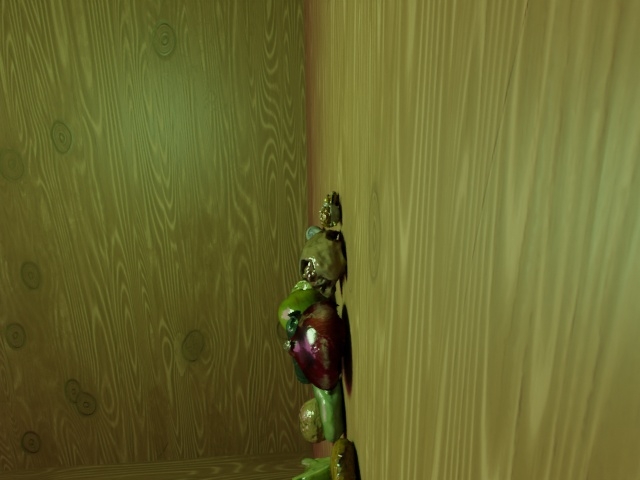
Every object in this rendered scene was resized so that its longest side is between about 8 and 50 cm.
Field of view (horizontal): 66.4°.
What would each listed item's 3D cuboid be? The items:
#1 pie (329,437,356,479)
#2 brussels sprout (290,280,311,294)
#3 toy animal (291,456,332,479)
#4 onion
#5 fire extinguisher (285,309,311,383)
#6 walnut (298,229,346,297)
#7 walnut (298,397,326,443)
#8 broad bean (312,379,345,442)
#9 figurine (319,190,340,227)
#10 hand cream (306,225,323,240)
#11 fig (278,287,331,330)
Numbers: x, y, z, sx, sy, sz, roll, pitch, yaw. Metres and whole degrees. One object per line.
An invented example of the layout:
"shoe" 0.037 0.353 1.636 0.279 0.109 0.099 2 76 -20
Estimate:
"pie" 0.068 0.696 1.392 0.273 0.069 0.273 178 90 -87
"brussels sprout" -0.027 0.216 1.975 0.145 0.183 0.131 52 -162 13
"toy animal" 0.004 0.889 1.565 0.181 0.181 0.362 72 -163 -82
"onion" -0.018 0.324 1.508 0.272 0.195 0.271 180 90 -87
"fire extinguisher" -0.063 0.355 1.682 0.114 0.096 0.310 -47 -44 -50
"walnut" 0.001 0.058 1.543 0.238 0.142 0.203 103 170 -63
"walnut" -0.016 0.745 2.040 0.155 0.156 0.183 -128 31 -83
"broad bean" 0.035 0.561 1.655 0.169 0.100 0.227 89 169 -85
"figurine" 0.034 -0.095 1.556 0.143 0.068 0.101 -68 -17 -70
"hand cream" 0.000 0.000 2.097 0.340 0.078 0.124 -133 41 -71
"fig" -0.036 0.284 1.807 0.230 0.207 0.207 46 161 16
